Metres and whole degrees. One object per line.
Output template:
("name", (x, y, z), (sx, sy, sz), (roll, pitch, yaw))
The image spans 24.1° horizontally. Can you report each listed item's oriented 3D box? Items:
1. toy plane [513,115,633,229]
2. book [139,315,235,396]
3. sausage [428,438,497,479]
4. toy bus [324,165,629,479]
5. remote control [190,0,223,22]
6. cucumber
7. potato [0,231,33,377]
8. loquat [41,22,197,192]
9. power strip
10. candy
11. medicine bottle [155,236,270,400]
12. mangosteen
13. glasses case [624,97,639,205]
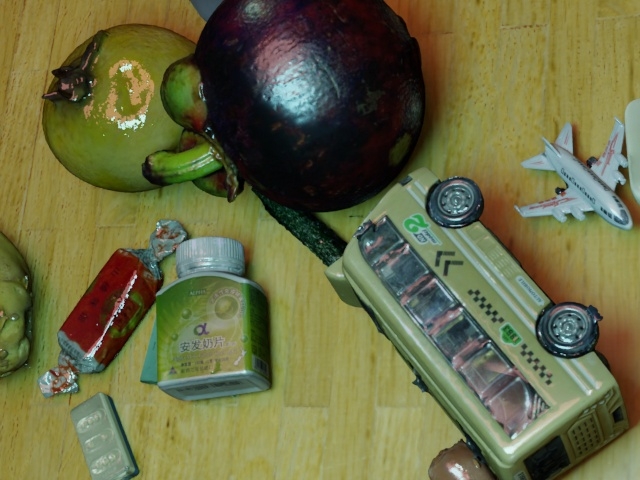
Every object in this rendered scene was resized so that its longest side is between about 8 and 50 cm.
("toy plane", (0.316, -0.066, 1.780), (0.162, 0.065, 0.171), (-42, 59, 4))
("book", (-0.161, 0.143, 1.939), (0.135, 0.017, 0.103), (6, 74, 23))
("sausage", (0.229, 0.341, 1.664), (0.078, 0.078, 0.304), (-46, 60, 2))
("toy bus", (0.178, 0.098, 1.704), (0.202, 0.177, 0.365), (-37, 59, -3))
("remote control", (-0.111, -0.423, 2.080), (0.221, 0.103, 0.332), (-39, 62, 9))
("cucumber", (0.000, -0.001, 1.909), (0.044, 0.043, 0.257), (-47, 61, 0))
("potato", (-0.479, 0.067, 2.038), (0.173, 0.140, 0.300), (-50, 54, 8))
("loquat", (-0.252, -0.176, 1.972), (0.244, 0.244, 0.243), (-8, 68, 21))
("power strip", (-0.282, 0.259, 1.941), (0.056, 0.032, 0.123), (-30, 61, 9))
("candy", (-0.277, 0.091, 1.987), (0.086, 0.059, 0.292), (32, 85, 31))
("medicine bottle", (-0.136, 0.097, 1.886), (0.132, 0.088, 0.188), (-10, 69, 16))
("mangosteen", (-0.045, -0.167, 1.824), (0.360, 0.306, 0.306), (-27, 59, -17))
("glasses case", (0.511, -0.118, 1.713), (0.313, 0.070, 0.131), (-8, 68, 20))
